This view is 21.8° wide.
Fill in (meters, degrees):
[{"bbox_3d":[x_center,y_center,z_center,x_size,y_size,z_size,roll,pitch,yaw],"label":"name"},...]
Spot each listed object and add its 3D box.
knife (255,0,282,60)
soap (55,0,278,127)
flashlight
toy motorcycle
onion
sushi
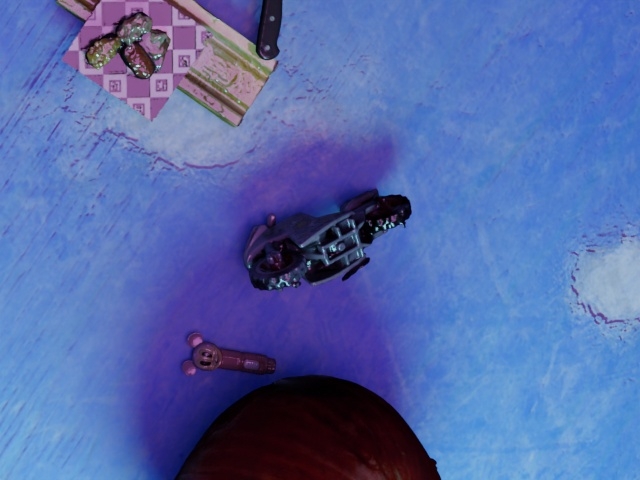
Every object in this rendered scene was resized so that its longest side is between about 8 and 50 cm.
[{"bbox_3d":[-0.024,-0.317,1.868,0.072,0.019,0.245,12,85,-18],"label":"knife"},{"bbox_3d":[-0.169,-0.232,1.847,0.252,0.037,0.092,35,87,-19],"label":"soap"},{"bbox_3d":[-0.104,0.140,1.931,0.110,0.031,0.052,10,96,-18],"label":"flashlight"},{"bbox_3d":[0.000,0.000,1.908,0.215,0.122,0.080,-29,117,-25],"label":"toy motorcycle"},{"bbox_3d":[-0.014,0.305,1.844,0.341,0.341,0.341,-3,100,-17],"label":"onion"},{"bbox_3d":[-0.196,-0.210,1.809,0.126,0.026,0.120,34,88,-19],"label":"sushi"}]
